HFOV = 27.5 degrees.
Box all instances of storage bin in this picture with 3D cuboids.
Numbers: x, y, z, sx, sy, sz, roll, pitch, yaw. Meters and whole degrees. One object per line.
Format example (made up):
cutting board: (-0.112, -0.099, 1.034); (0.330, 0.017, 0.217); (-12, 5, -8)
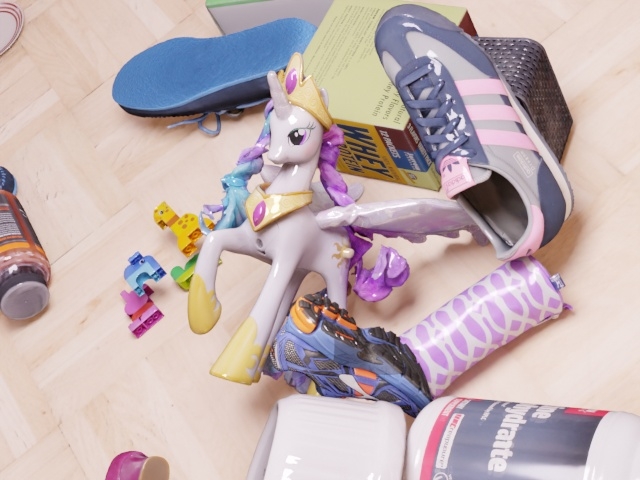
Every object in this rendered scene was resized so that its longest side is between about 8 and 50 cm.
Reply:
storage bin: (0.222, -0.159, 1.587); (0.122, 0.180, 0.084); (6, 62, 30)

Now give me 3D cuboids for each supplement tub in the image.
supplement tub: (0.228, 0.258, 1.291); (0.272, 0.191, 0.191); (2, 59, 28)
supplement tub: (-0.445, 0.022, 1.847); (0.106, 0.106, 0.198); (-36, 49, 0)

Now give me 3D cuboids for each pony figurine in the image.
pony figurine: (0.000, 0.000, 1.525); (0.303, 0.351, 0.363); (12, 83, 36)

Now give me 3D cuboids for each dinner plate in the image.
dinner plate: (-0.560, -0.348, 2.216); (0.141, 0.017, 0.141); (-13, 54, 19)

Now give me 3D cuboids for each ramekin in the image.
ramekin: (-0.014, 0.282, 1.334); (0.127, 0.273, 0.273); (17, 61, -5)

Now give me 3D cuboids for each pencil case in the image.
pencil case: (0.184, 0.097, 1.500); (0.206, 0.088, 0.086); (-33, 13, 3)

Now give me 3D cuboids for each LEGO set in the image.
LEGO set: (-0.198, 0.009, 1.745); (0.227, 0.087, 0.093); (-41, 50, -5)

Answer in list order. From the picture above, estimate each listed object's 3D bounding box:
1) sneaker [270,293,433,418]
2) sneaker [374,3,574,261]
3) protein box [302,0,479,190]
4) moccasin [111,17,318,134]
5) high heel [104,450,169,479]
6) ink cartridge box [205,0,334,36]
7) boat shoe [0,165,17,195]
sneaker: (0.036, 0.136, 1.404); (0.087, 0.221, 0.083); (-44, 31, 22)
sneaker: (0.159, -0.119, 1.456); (0.112, 0.319, 0.131); (-36, 7, 43)
protein box: (0.087, -0.196, 1.710); (0.201, 0.136, 0.199); (13, 64, 33)
moccasin: (-0.136, -0.216, 1.851); (0.342, 0.117, 0.137); (-3, 65, 29)
high heel: (-0.246, 0.368, 1.548); (0.117, 0.082, 0.244); (-16, 61, 57)
ink cartridge box: (-0.028, -0.430, 1.936); (0.211, 0.121, 0.289); (-3, 57, 24)
boat shoe: (-0.575, -0.030, 1.958); (0.258, 0.089, 0.109); (-37, 50, -1)
